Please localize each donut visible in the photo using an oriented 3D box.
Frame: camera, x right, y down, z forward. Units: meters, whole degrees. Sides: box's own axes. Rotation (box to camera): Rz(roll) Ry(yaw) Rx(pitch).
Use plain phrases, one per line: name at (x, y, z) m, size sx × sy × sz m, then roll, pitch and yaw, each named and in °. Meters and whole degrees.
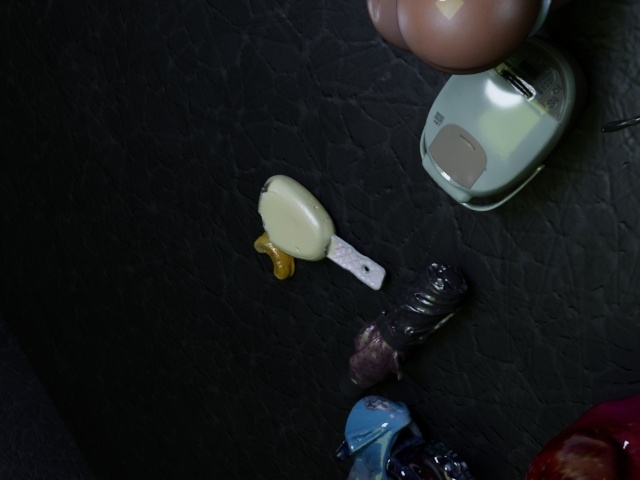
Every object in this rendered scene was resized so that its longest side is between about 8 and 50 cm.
donut at (-0.080, 0.028, 1.117) m, size 0.067 × 0.037 × 0.084 m, roll 5°, pitch 109°, yaw 38°

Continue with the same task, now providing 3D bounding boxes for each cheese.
cheese at (0.000, 0.000, 1.020) m, size 0.255 × 0.050 × 0.127 m, roll 37°, pitch 129°, yaw 26°

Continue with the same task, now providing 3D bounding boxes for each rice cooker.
rice cooker at (0.205, -0.135, 0.720) m, size 0.145 × 0.127 × 0.206 m, roll 49°, pitch 137°, yaw 17°

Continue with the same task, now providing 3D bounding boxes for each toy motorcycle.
toy motorcycle at (0.103, 0.399, 1.039) m, size 0.232 × 0.172 × 0.416 m, roll 52°, pitch 143°, yaw 22°

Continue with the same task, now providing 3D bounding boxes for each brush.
brush at (0.340, -0.129, 0.677) m, size 0.083 × 0.008 × 0.024 m, roll -15°, pitch 99°, yaw 46°

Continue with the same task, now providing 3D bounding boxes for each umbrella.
umbrella at (0.109, 0.145, 0.956) m, size 0.094 × 0.090 × 0.326 m, roll 34°, pitch 132°, yaw -1°

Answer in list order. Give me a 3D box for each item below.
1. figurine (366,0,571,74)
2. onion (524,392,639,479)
figurine at (0.165, -0.366, 0.576) m, size 0.247 × 0.277 × 0.389 m, roll -6°, pitch 114°, yaw -1°
onion at (0.377, 0.379, 0.658) m, size 0.398 × 0.398 × 0.420 m, roll 36°, pitch 158°, yaw 26°
